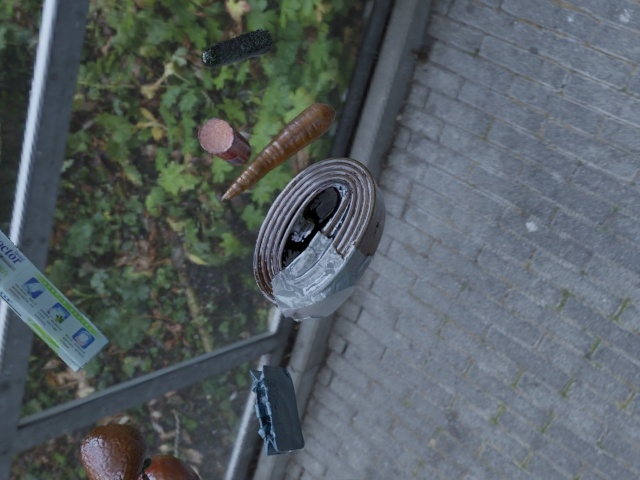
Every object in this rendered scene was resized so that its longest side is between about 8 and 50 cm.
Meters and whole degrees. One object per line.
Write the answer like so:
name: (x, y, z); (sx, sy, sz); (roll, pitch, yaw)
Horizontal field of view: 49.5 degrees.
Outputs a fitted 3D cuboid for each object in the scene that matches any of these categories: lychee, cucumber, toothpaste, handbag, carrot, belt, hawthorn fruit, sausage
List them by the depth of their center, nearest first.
sausage: (-0.089, -0.094, 0.688); (0.034, 0.129, 0.034); (0, 90, 4)
carrot: (-0.062, -0.127, 1.001); (0.216, 0.048, 0.048); (-42, 68, -13)
lychee: (-0.314, 0.353, 1.093); (0.101, 0.114, 0.140); (-31, 102, -3)
toothpaste: (-0.575, 0.116, 1.398); (0.336, 0.081, 0.067); (47, 145, -5)
belt: (0.000, 0.000, 1.409); (0.217, 0.122, 0.338); (28, 84, 22)
hawthorn fruit: (-0.341, 0.535, 1.484); (0.188, 0.169, 0.169); (39, 117, 35)
cucumber: (-0.212, -0.461, 1.679); (0.067, 0.245, 0.067); (18, 123, 30)
handbag: (-0.119, 0.454, 1.859); (0.062, 0.179, 0.229); (-19, 70, 16)
